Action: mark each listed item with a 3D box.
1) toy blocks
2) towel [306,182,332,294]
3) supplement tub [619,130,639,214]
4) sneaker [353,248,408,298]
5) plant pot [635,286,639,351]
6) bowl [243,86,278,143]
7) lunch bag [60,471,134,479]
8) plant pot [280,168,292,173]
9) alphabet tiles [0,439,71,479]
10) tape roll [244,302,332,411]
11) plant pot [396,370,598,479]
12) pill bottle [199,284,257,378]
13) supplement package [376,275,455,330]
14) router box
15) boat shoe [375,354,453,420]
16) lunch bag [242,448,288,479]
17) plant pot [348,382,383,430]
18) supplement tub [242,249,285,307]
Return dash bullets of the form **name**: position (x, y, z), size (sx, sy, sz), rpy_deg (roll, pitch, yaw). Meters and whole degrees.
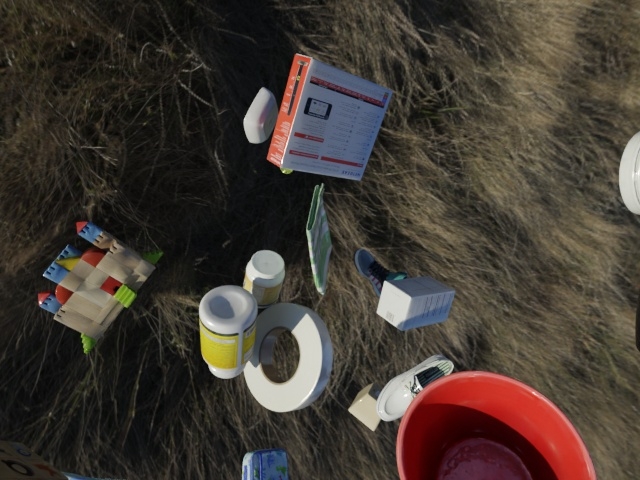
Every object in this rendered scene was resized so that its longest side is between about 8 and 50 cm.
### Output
- **toy blocks**: position (-0.727, 0.120, 1.276), size (0.261, 0.191, 0.381), rpy_deg (40, 80, -27)
- **towel**: position (0.000, 0.000, 1.404), size (0.038, 0.248, 0.325), rpy_deg (2, 135, 9)
- **supplement tub**: position (0.798, -0.138, 0.775), size (0.228, 0.316, 0.228), rpy_deg (-3, 97, -25)
- **sneaker**: position (0.279, 0.152, 1.750), size (0.295, 0.178, 0.124), rpy_deg (51, 59, -23)
- **plant pot**: position (0.897, 0.193, 1.012), size (0.215, 0.215, 0.230), rpy_deg (-9, 119, -29)
- **bowl**: position (-0.172, -0.371, 1.223), size (0.053, 0.142, 0.142), rpy_deg (23, 75, 7)
- **lunch bag**: position (-0.387, 0.528, 0.787), size (0.224, 0.279, 0.108), rpy_deg (87, 8, -56)
- **plant pot**: position (-0.127, -0.298, 1.576), size (0.083, 0.079, 0.083), rpy_deg (2, 119, 3)
- **alphabet tiles**: position (-0.414, 0.312, 0.524), size (0.011, 0.342, 0.285), rpy_deg (-59, 161, -25)
- **tape roll**: position (-0.131, 0.424, 1.498), size (0.072, 0.392, 0.392), rpy_deg (20, 90, -51)
- **plant pot**: position (0.278, 0.396, 0.675), size (0.275, 0.275, 0.243), rpy_deg (-41, 139, -17)
- **pill bottle**: position (-0.321, 0.329, 1.406), size (0.188, 0.188, 0.334), rpy_deg (-14, 136, -28)
- **supplement package**: position (0.351, 0.224, 1.481), size (0.244, 0.139, 0.134), rpy_deg (-1, 111, -34)
- **router box**: position (0.033, -0.351, 1.217), size (0.335, 0.082, 0.301), rpy_deg (2, 116, -42)
- **boat shoe**: position (0.231, 0.358, 1.001), size (0.226, 0.076, 0.083), rpy_deg (-39, 80, -12)
- **lunch bag**: position (-0.205, 0.900, 1.506), size (0.176, 0.090, 0.219), rpy_deg (17, 57, -35)
- **plant pot**: position (0.180, 0.556, 1.384), size (0.096, 0.109, 0.109), rpy_deg (-61, 165, 26)
- **supplement tub**: position (-0.215, 0.147, 1.533), size (0.144, 0.144, 0.200), rpy_deg (-11, 141, -29)
